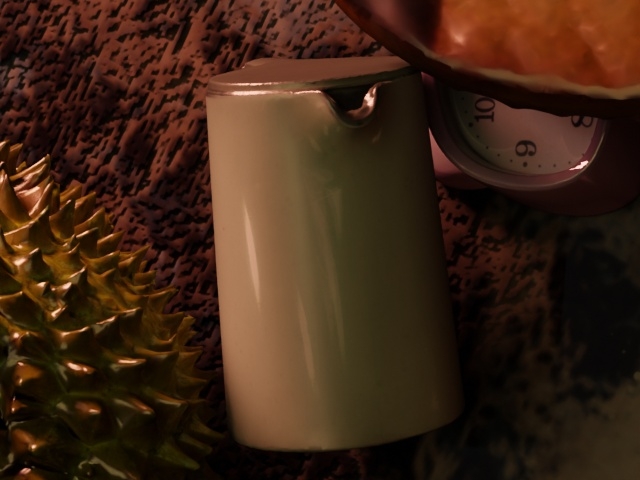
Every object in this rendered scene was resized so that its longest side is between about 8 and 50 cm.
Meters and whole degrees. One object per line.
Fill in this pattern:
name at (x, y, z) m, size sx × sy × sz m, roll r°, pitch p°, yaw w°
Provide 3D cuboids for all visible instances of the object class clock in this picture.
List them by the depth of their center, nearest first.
clock at (0.082, -0.089, 0.807) m, size 0.110 × 0.050 × 0.153 m, roll 2°, pitch 86°, yaw 29°

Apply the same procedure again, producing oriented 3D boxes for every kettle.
kettle at (0.006, 0.000, 0.805) m, size 0.098 × 0.127 × 0.148 m, roll -4°, pitch 99°, yaw 15°

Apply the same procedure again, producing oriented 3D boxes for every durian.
durian at (-0.179, 0.084, 0.836) m, size 0.291 × 0.225 × 0.291 m, roll -3°, pitch 71°, yaw 9°

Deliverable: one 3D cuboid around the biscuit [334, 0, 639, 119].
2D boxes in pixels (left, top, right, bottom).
biscuit at (0.129, -0.192, 0.755) m, size 0.317 × 0.040 × 0.318 m, roll -7°, pitch 68°, yaw 17°
